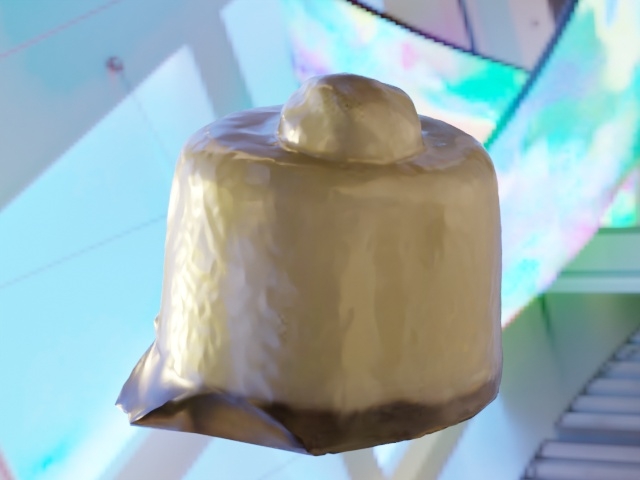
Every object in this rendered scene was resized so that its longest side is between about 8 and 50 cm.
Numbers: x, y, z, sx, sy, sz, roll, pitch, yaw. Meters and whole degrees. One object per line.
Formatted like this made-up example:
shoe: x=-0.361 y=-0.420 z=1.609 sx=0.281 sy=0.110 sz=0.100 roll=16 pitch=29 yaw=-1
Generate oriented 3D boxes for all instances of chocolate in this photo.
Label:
chocolate: x=0.000 y=0.000 z=1.304 sx=0.314 sy=0.326 sz=0.297 roll=-21 pitch=-71 yaw=-54
